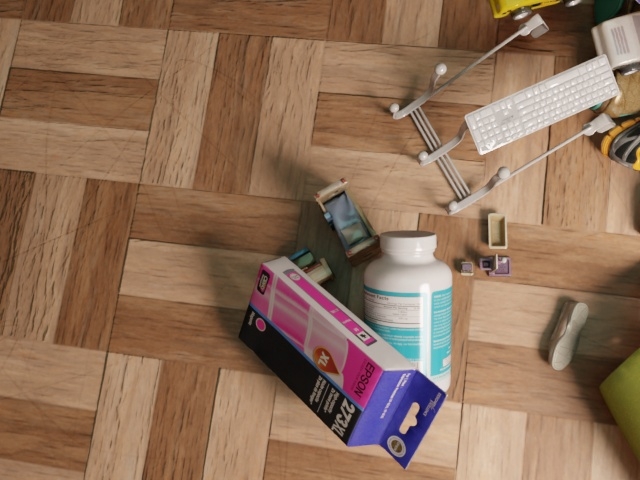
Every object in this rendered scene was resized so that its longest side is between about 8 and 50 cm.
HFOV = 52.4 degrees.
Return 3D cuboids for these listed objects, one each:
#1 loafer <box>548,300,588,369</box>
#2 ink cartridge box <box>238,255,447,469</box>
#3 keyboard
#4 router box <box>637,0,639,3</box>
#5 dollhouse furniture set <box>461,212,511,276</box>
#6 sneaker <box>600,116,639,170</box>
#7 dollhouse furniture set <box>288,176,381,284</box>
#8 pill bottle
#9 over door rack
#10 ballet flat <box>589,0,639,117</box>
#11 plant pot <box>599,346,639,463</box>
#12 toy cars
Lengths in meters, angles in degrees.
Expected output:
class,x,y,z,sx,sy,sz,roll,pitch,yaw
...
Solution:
class,x,y,z,sx,sy,sz,roll,pitch,yaw
loafer,0.424,0.164,1.129,0.045,0.039,0.125,26,86,-22
ink cartridge box,0.019,0.200,1.062,0.371,0.069,0.176,37,124,27
keyboard,0.369,-0.226,1.082,0.256,0.014,0.072,-24,102,0
router box,0.676,-0.348,1.020,0.335,0.082,0.301,46,50,5
dollhouse furniture set,0.296,0.003,1.148,0.091,0.081,0.114,0,79,7
sneaker,0.607,-0.193,1.136,0.215,0.084,0.083,-34,43,9
dollhouse furniture set,0.000,0.000,1.161,0.184,0.129,0.129,-30,77,1
pill bottle,0.144,0.119,1.077,0.146,0.146,0.264,1,99,7
over door rack,0.310,-0.227,1.151,0.324,0.108,0.239,-30,78,13
ballet flat,0.567,-0.386,1.180,0.124,0.116,0.342,7,82,-5
plant pot,0.588,0.291,0.988,0.275,0.275,0.293,-41,62,-2
toy cars,0.469,-0.395,1.082,0.394,0.087,0.176,27,88,1
